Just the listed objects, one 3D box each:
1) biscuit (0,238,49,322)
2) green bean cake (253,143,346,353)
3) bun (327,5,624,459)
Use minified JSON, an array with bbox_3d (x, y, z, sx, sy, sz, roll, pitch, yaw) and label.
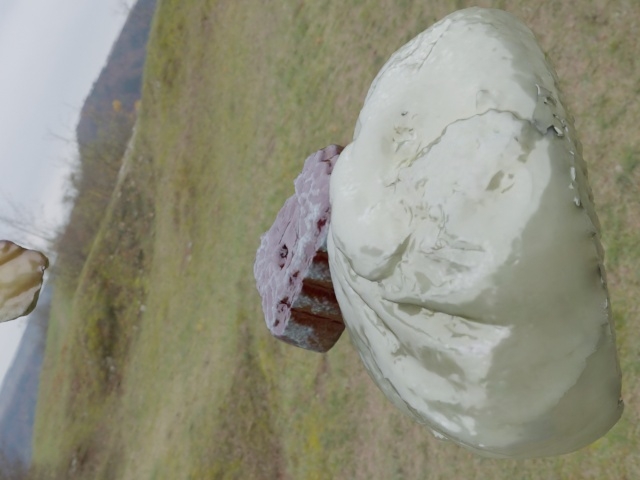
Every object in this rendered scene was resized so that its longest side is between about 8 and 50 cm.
[{"bbox_3d":[-0.360,0.070,0.782,0.183,0.118,0.061,-58,4,-25],"label":"biscuit"},{"bbox_3d":[0.000,0.000,0.934,0.199,0.097,0.233,-104,36,-59],"label":"green bean cake"},{"bbox_3d":[0.115,0.005,0.653,0.359,0.210,0.360,-10,-90,-77],"label":"bun"}]
